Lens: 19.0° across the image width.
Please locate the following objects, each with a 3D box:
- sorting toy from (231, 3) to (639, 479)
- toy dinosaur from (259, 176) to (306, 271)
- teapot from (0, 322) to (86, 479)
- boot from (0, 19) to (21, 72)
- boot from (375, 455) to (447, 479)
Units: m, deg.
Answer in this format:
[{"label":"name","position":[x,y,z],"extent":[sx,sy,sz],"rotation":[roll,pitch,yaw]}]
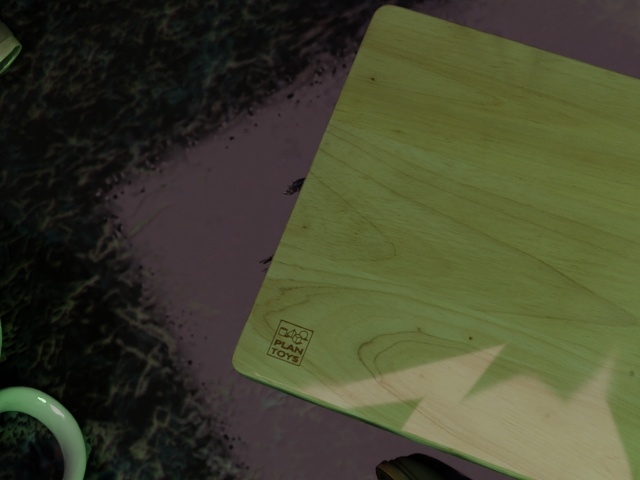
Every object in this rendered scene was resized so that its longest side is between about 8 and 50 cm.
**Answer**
[{"label":"sorting toy","position":[0.115,0.014,1.201],"extent":[0.257,0.089,0.255],"rotation":[19,79,16]},{"label":"toy dinosaur","position":[0.000,0.000,1.274],"extent":[0.090,0.047,0.082],"rotation":[-23,100,0]},{"label":"teapot","position":[-0.300,0.065,1.272],"extent":[0.253,0.187,0.256],"rotation":[5,114,32]},{"label":"boot","position":[-0.247,-0.158,1.344],"extent":[0.087,0.042,0.118],"rotation":[34,95,7]},{"label":"boot","position":[0.143,0.188,1.224],"extent":[0.219,0.082,0.106],"rotation":[39,70,22]}]
